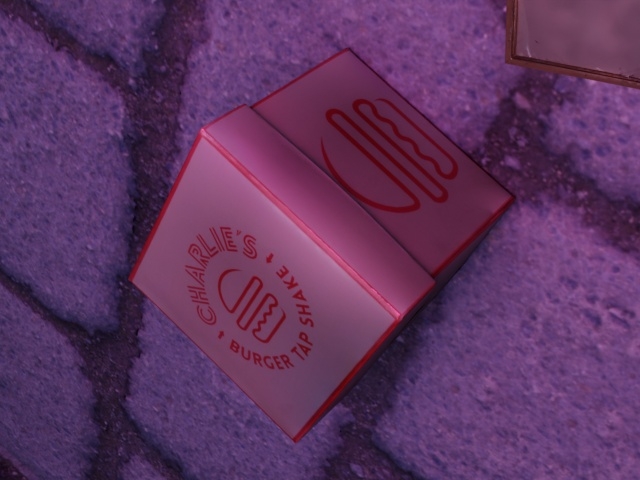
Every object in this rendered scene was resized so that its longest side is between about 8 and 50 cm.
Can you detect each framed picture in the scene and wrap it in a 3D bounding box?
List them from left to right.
[{"bbox_3d":[0.290,-0.235,1.098,0.201,0.010,0.136,19,129,32],"label":"framed picture"}]

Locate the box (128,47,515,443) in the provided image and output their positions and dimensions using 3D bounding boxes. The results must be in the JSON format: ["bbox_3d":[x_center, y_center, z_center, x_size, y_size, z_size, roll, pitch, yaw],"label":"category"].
[{"bbox_3d":[0.000,0.000,1.295,0.312,0.300,0.314,44,137,9],"label":"box"}]
